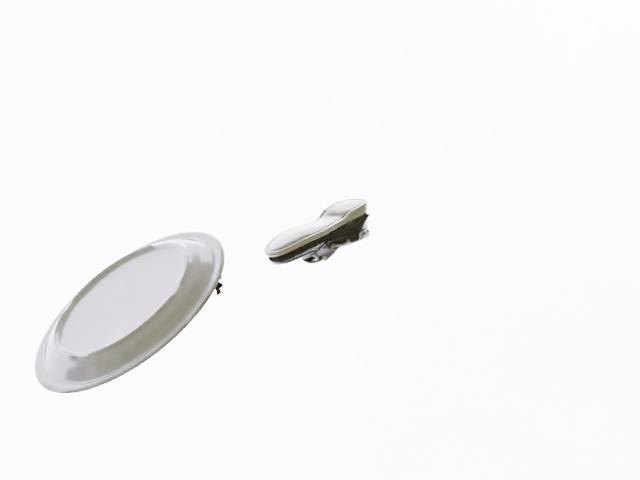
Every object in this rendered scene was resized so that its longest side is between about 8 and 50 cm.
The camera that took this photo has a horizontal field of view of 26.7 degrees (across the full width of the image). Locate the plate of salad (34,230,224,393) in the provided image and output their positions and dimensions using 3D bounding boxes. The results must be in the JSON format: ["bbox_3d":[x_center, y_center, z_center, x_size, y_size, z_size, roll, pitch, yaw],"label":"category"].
[{"bbox_3d":[-0.164,0.067,1.187,0.200,0.200,0.048,-29,-63,9],"label":"plate of salad"}]

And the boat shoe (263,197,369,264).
[{"bbox_3d":[0.000,0.000,1.180,0.046,0.125,0.038,2,-68,38],"label":"boat shoe"}]
